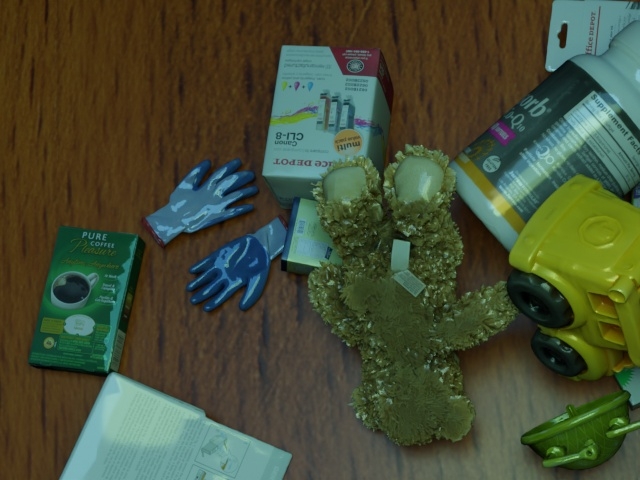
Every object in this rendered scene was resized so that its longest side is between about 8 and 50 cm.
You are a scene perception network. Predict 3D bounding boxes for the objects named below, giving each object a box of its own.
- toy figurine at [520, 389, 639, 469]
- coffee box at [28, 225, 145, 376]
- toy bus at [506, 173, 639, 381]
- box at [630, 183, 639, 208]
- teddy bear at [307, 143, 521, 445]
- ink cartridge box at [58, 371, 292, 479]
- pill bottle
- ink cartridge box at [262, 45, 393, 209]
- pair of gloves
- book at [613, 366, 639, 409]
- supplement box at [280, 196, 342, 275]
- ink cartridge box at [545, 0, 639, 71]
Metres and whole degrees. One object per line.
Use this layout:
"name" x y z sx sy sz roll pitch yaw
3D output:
"toy figurine" 0.418 0.224 1.128 0.362 0.191 0.217 -28 95 6
"coffee box" -0.295 0.077 1.391 0.113 0.040 0.184 5 74 12
"toy bus" 0.325 0.064 1.124 0.211 0.220 0.149 22 60 43
"box" 0.414 -0.032 1.274 0.105 0.043 0.179 4 66 14
"teddy bear" 0.097 0.057 1.235 0.245 0.113 0.338 -25 93 20
"ink cartridge box" -0.196 0.325 1.283 0.239 0.060 0.275 25 78 -8
"pill bottle" 0.292 -0.110 1.249 0.278 0.162 0.162 -41 69 7
"ink cartridge box" 0.012 -0.133 1.352 0.128 0.127 0.176 4 74 12
"pair of gloves" -0.125 -0.006 1.394 0.159 0.023 0.198 -35 73 -3
"book" 0.397 0.118 1.247 0.144 0.035 0.096 -27 65 3
"supplement box" 0.000 0.000 1.340 0.083 0.056 0.083 12 75 1
"ink cartridge box" 0.372 -0.235 1.349 0.180 0.060 0.104 6 74 13
